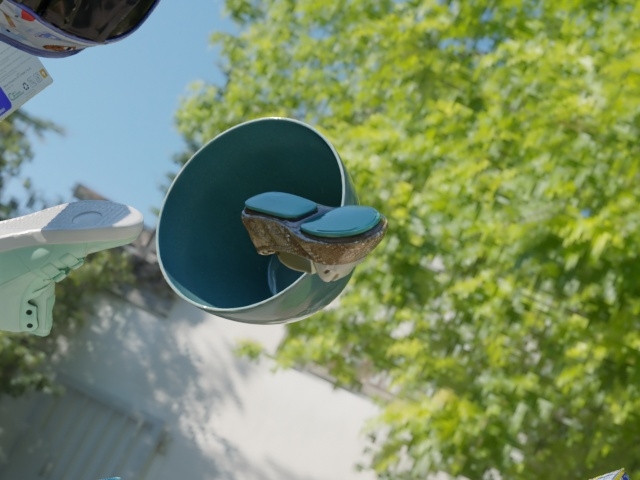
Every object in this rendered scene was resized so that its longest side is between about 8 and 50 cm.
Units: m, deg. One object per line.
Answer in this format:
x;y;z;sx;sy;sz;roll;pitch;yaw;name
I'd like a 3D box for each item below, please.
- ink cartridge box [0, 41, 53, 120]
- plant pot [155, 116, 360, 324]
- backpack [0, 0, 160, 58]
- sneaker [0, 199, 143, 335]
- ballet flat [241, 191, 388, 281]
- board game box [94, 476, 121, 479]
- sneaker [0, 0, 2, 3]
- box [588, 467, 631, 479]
-0.452;-0.241;1.573;0.045;0.206;0.208;-21;-71;31;ink cartridge box
-0.056;0.000;1.771;0.290;0.290;0.195;15;-17;34;plant pot
-0.245;-0.307;1.163;0.276;0.263;0.213;33;-27;-28;backpack
-0.336;0.040;1.628;0.255;0.094;0.151;-11;-66;7;sneaker
0.000;0.000;1.144;0.206;0.073;0.067;18;-54;58;ballet flat
-0.397;0.365;1.491;0.253;0.079;0.336;-3;-20;-28;board game box
-0.328;-0.213;0.896;0.178;0.296;0.124;27;-27;9;sneaker
0.280;0.308;1.393;0.059;0.054;0.169;57;-39;2;box
